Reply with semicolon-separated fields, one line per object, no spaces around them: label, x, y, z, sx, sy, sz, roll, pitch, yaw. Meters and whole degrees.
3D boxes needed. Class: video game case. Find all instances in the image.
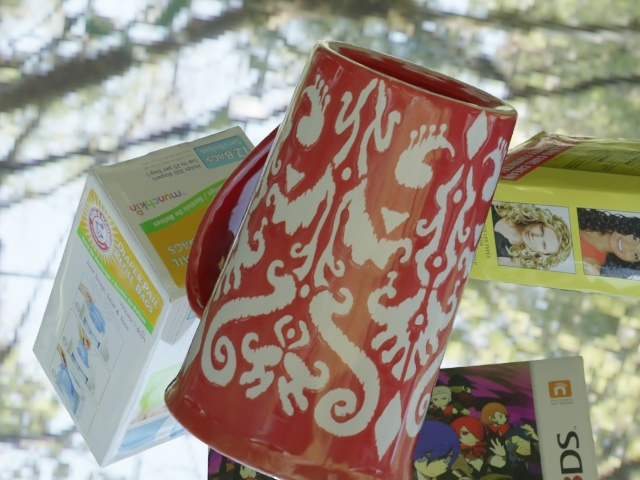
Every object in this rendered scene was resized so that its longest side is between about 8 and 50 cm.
video game case;0.048;0.168;1.022;0.232;0.042;0.210;-5;-132;5

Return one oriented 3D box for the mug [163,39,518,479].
mug;-0.002;0.001;0.765;0.150;0.169;0.113;25;-166;22

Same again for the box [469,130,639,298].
box;0.184;-0.009;0.839;0.232;0.058;0.087;7;-157;40

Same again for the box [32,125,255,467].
box;-0.096;0.038;1.129;0.114;0.203;0.103;-20;-116;-31
